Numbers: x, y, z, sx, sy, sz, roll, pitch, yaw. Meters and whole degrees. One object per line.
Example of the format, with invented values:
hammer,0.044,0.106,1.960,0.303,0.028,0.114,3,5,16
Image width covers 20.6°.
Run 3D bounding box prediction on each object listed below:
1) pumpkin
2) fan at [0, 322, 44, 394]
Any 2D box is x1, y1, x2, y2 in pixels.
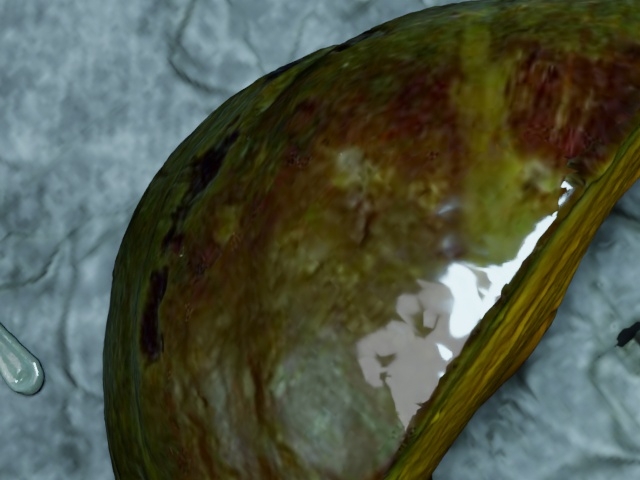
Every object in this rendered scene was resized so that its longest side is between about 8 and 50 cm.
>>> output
pumpkin,0.000,0.000,0.637,0.169,0.148,0.312,35,95,11
fan,-0.187,-0.019,0.766,0.132,0.009,0.220,-42,77,13
